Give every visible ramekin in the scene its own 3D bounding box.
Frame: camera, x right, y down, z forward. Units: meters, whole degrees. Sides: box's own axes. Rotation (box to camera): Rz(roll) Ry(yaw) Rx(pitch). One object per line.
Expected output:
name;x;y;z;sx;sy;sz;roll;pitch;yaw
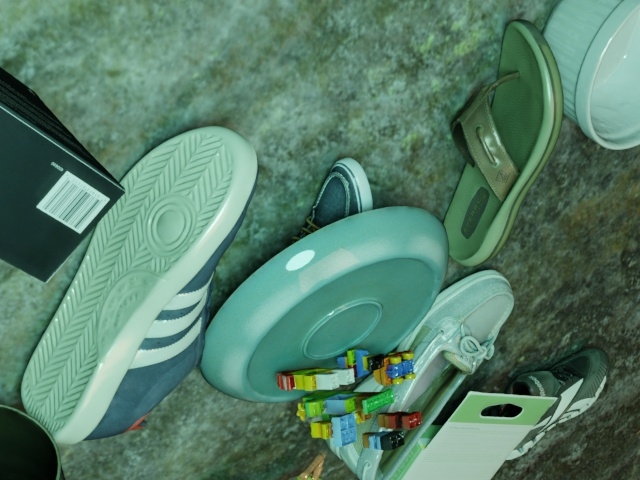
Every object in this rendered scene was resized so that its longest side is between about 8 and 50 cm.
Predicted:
ramekin;0.350;-0.222;1.272;0.207;0.109;0.207;-22;133;-26

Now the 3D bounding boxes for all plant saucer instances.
plant saucer;0.017;0.087;1.210;0.317;0.044;0.317;-25;150;-16

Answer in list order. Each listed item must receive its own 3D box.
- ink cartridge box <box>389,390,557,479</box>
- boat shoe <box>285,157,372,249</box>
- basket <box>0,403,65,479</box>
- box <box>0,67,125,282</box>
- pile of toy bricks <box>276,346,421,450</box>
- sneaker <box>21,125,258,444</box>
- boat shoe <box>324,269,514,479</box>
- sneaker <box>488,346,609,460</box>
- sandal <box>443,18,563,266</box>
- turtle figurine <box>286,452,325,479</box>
ink cartridge box;0.198;0.279;1.518;0.171;0.056;0.235;9;124;-34
boat shoe;0.000;0.000;1.178;0.083;0.065;0.183;-18;133;-34
basket;-0.321;0.283;1.062;0.204;0.154;0.227;1;140;9
box;-0.291;-0.100;0.775;0.103;0.184;0.261;-48;138;3
pile of toy bricks;0.024;0.182;1.234;0.212;0.105;0.118;-5;90;-57
sneaker;-0.149;0.048;1.060;0.148;0.131;0.350;16;115;-52
boat shoe;0.144;0.177;1.403;0.320;0.103;0.118;-45;138;-3
sneaker;0.339;0.229;1.624;0.234;0.078;0.106;-36;139;-10
sandal;0.191;-0.100;1.233;0.086;0.120;0.303;2;120;-25
turtle figurine;-0.109;0.371;1.351;0.269;0.087;0.217;-34;148;-35
